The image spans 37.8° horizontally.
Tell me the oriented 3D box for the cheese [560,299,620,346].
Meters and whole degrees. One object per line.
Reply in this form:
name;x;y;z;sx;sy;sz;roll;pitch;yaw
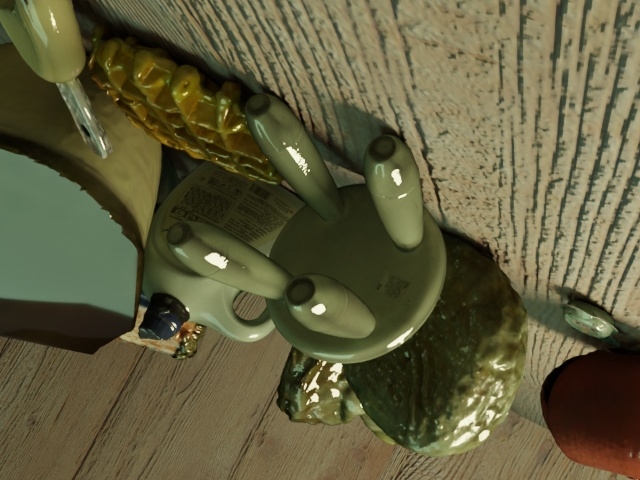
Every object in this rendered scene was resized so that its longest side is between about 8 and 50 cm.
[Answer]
cheese;0.302;0.092;1.043;0.067;0.026;0.121;24;172;29

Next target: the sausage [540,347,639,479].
sausage;0.371;0.207;1.116;0.152;0.152;0.280;30;169;-15

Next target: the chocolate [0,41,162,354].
chocolate;-0.342;-0.072;1.147;0.314;0.297;0.326;12;129;-1

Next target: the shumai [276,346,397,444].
shumai;0.094;0.163;1.371;0.264;0.309;0.304;23;127;1

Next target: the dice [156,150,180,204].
dice;-0.447;-0.045;1.498;0.348;0.327;0.330;24;163;9

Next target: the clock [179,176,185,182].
clock;-0.187;-0.040;1.721;0.197;0.068;0.197;27;173;4

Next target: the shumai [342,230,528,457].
shumai;0.158;0.121;1.093;0.222;0.225;0.260;21;-141;-46

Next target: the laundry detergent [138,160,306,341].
laundry detergent;-0.137;0.034;1.231;0.215;0.280;0.105;29;141;-1

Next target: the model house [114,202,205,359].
model house;-0.231;0.040;1.359;0.167;0.182;0.172;15;132;-3

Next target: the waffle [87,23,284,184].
waffle;-0.122;-0.129;0.967;0.219;0.057;0.229;26;171;13

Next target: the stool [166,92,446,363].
stool;0.000;0.000;0.878;0.195;0.195;0.199;24;170;31

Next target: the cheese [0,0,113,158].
cheese;-0.255;-0.175;0.911;0.127;0.050;0.235;31;152;41
